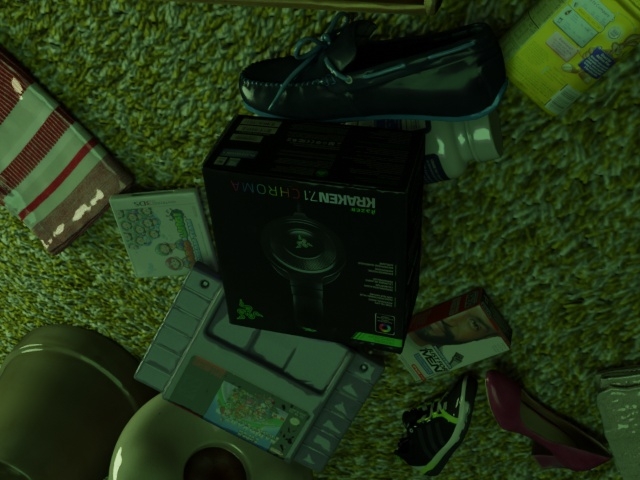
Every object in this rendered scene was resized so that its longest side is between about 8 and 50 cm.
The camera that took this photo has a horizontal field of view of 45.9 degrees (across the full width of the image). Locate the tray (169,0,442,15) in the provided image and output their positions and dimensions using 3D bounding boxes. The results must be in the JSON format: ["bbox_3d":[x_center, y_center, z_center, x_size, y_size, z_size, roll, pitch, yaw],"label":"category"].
[{"bbox_3d":[-0.056,-0.391,0.909,0.411,0.076,0.202,7,122,13],"label":"tray"}]

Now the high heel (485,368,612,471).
[{"bbox_3d":[0.351,0.277,1.172,0.117,0.082,0.244,-20,116,35],"label":"high heel"}]

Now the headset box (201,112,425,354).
[{"bbox_3d":[0.000,0.000,0.969,0.247,0.131,0.283,9,132,13],"label":"headset box"}]

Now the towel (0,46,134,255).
[{"bbox_3d":[-0.485,-0.147,1.224,0.237,0.037,0.329,-37,104,32],"label":"towel"}]

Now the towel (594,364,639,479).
[{"bbox_3d":[0.540,0.301,1.149,0.187,0.049,0.282,-16,115,27],"label":"towel"}]

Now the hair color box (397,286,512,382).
[{"bbox_3d":[0.198,0.148,1.167,0.167,0.053,0.093,-28,107,29],"label":"hair color box"}]

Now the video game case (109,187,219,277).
[{"bbox_3d":[-0.250,-0.009,1.220,0.143,0.019,0.157,-4,124,9],"label":"video game case"}]

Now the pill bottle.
[{"bbox_3d":[0.135,-0.129,0.982,0.187,0.112,0.112,-9,117,24],"label":"pill bottle"}]

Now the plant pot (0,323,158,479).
[{"bbox_3d":[-0.505,0.362,1.397,0.323,0.280,0.323,9,122,15],"label":"plant pot"}]

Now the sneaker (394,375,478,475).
[{"bbox_3d":[0.183,0.307,1.250,0.097,0.084,0.234,23,125,5],"label":"sneaker"}]

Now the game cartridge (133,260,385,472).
[{"bbox_3d":[-0.102,0.215,1.243,0.355,0.068,0.230,28,97,-5],"label":"game cartridge"}]

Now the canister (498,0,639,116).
[{"bbox_3d":[0.297,-0.243,0.882,0.126,0.073,0.170,39,126,-7],"label":"canister"}]

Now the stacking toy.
[{"bbox_3d":[-0.247,0.503,1.421,0.351,0.350,0.480,32,140,-2],"label":"stacking toy"}]

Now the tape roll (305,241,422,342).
[{"bbox_3d":[0.009,0.019,1.129,0.275,0.090,0.274,9,123,14],"label":"tape roll"}]

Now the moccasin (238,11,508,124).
[{"bbox_3d":[0.056,-0.222,0.930,0.342,0.137,0.116,0,132,19],"label":"moccasin"}]
